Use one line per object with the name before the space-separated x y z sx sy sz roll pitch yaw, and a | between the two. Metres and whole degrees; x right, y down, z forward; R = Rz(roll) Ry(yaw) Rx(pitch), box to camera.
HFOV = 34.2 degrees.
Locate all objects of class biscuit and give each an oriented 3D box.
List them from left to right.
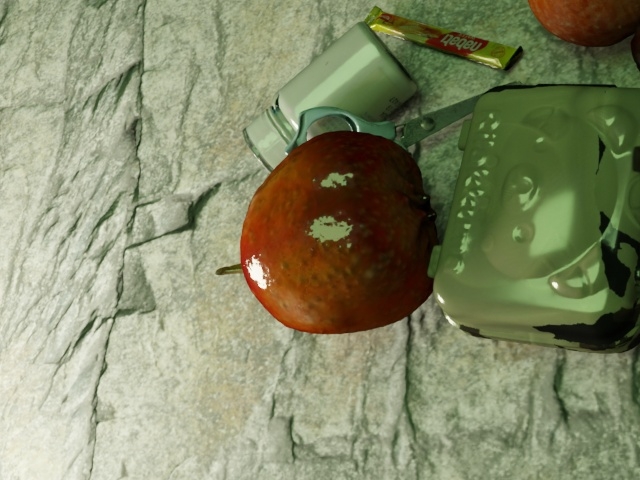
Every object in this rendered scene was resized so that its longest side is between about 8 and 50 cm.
biscuit | 0.184 -0.316 1.626 0.292 0.026 0.048 25 65 36

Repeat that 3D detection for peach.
peach | 0.380 -0.378 1.408 0.233 0.232 0.232 -12 64 27

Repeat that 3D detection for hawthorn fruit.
hawthorn fruit | 0.000 0.000 1.446 0.330 0.287 0.287 -19 61 18

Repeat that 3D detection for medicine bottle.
medicine bottle | 0.012 -0.207 1.611 0.258 0.143 0.143 -39 55 10

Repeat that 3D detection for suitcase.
suitcase | 0.328 -0.034 1.316 0.339 0.194 0.351 6 74 31

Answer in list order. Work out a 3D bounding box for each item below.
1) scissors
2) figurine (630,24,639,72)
scissors | 0.131 -0.159 1.544 0.360 0.191 0.029 -23 20 7
figurine | 0.517 -0.287 1.344 0.240 0.174 0.115 -30 27 4
